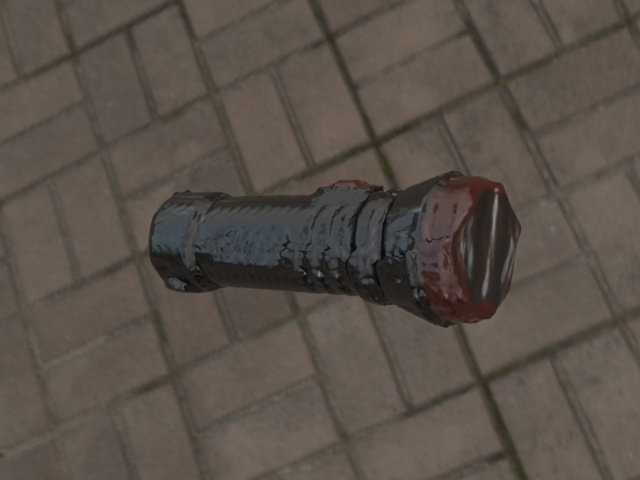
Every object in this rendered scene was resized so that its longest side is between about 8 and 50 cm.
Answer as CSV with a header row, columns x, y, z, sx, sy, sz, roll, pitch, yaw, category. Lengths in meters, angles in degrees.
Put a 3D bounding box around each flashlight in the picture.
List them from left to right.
x,y,z,sx,sy,sz,roll,pitch,yaw,category
0.000,0.000,0.720,0.232,0.093,0.093,4,72,33,flashlight
